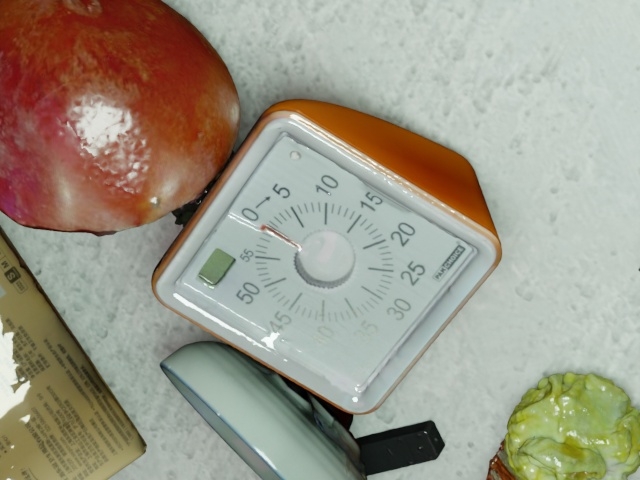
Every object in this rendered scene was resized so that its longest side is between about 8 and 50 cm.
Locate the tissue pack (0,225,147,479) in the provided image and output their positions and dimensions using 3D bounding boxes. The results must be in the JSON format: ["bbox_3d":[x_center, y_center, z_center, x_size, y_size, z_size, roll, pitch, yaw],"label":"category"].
[{"bbox_3d":[-0.368,0.152,2.068,0.239,0.238,0.305,-27,102,30],"label":"tissue pack"}]

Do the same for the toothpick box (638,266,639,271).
[{"bbox_3d":[0.380,0.035,1.750,0.149,0.098,0.098,38,122,3],"label":"toothpick box"}]

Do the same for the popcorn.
[{"bbox_3d":[0.249,0.197,1.874,0.135,0.162,0.141,36,103,44],"label":"popcorn"}]

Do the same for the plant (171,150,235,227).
[{"bbox_3d":[-0.114,-0.056,1.918,0.092,0.094,0.143,-36,92,21],"label":"plant"}]

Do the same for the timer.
[{"bbox_3d":[0.000,0.000,1.809,0.250,0.161,0.257,22,125,-22],"label":"timer"}]

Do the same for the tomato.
[{"bbox_3d":[-0.234,-0.154,1.784,0.309,0.309,0.170,7,140,20],"label":"tomato"}]

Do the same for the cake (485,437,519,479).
[{"bbox_3d":[0.242,0.350,1.922,0.160,0.158,0.262,3,113,16],"label":"cake"}]

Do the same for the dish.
[{"bbox_3d":[-0.024,0.179,1.944,0.134,0.273,0.273,-44,93,-8],"label":"dish"}]

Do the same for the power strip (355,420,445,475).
[{"bbox_3d":[0.076,0.219,2.002,0.111,0.029,0.038,-17,107,30],"label":"power strip"}]
